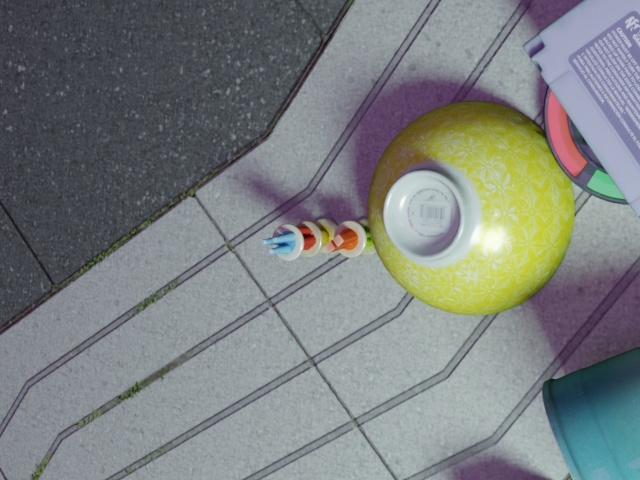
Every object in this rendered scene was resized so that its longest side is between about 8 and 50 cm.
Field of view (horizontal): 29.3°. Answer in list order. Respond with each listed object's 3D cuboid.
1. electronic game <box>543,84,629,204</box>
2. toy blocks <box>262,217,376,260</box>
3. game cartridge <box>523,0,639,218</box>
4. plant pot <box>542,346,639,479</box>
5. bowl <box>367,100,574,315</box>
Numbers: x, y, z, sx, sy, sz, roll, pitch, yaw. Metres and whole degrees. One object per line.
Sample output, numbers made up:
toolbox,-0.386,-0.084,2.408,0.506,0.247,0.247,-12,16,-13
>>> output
electronic game,0.384,-0.157,1.502,0.229,0.048,0.229,3,97,29
toy blocks,0.000,0.000,1.701,0.123,0.148,0.054,1,96,32
game cartridge,0.398,-0.168,1.441,0.196,0.060,0.294,-36,80,23
plant pot,0.432,0.227,1.401,0.255,0.272,0.271,-30,79,16
bowl,0.168,-0.037,1.589,0.289,0.156,0.289,4,97,31
